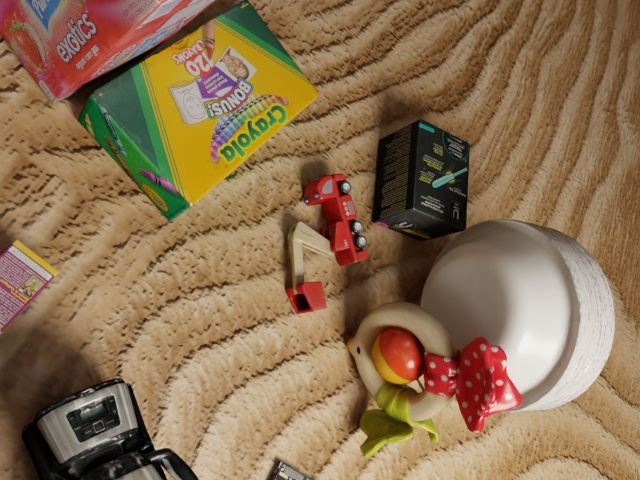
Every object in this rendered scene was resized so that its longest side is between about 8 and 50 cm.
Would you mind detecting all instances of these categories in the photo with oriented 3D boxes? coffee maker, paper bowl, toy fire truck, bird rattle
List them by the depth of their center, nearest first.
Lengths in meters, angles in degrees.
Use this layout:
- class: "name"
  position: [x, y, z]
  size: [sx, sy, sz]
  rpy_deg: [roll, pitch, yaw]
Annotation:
- class: "coffee maker"
  position: [-0.215, 0.246, 0.523]
  size: [0.120, 0.171, 0.178]
  rpy_deg: [-1, 56, -57]
- class: "bird rattle"
  position: [0.125, 0.180, 0.724]
  size: [0.143, 0.253, 0.206]
  rpy_deg: [-18, 65, -38]
- class: "toy fire truck"
  position: [0.000, 0.000, 0.788]
  size: [0.135, 0.047, 0.191]
  rpy_deg: [-13, 86, -36]
- class: "paper bowl"
  position: [0.262, 0.108, 0.801]
  size: [0.148, 0.284, 0.283]
  rpy_deg: [8, 74, -33]

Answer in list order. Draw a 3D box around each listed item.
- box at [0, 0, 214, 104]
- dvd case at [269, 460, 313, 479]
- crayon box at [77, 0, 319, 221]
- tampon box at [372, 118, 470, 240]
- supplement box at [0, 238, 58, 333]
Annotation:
- class: "box"
  position: [-0.210, -0.268, 0.539]
  size: [0.154, 0.300, 0.142]
  rpy_deg: [-45, 114, -34]
- class: "dvd case"
  position: [-0.046, 0.358, 0.686]
  size: [0.087, 0.013, 0.119]
  rpy_deg: [40, 58, -21]
- class: "crayon box"
  position: [-0.146, -0.176, 0.706]
  size: [0.165, 0.081, 0.278]
  rpy_deg: [50, 55, -14]
- class: "tampon box"
  position: [0.169, -0.096, 0.899]
  size: [0.121, 0.101, 0.160]
  rpy_deg: [19, 69, -30]
- class: "supplement box"
  position: [-0.321, 0.049, 0.549]
  size: [0.055, 0.043, 0.083]
  rpy_deg: [46, 56, -18]
